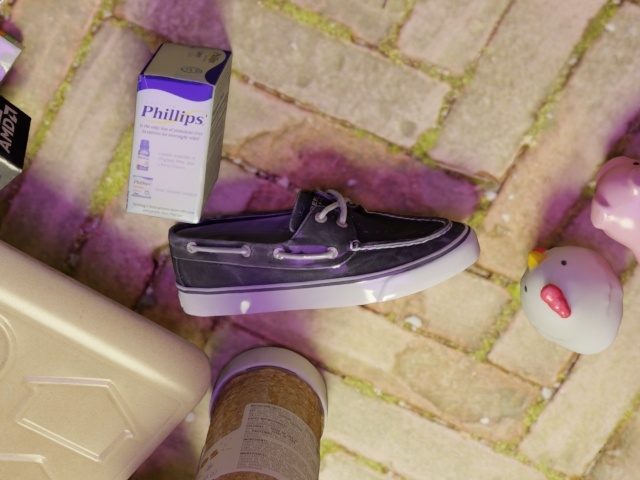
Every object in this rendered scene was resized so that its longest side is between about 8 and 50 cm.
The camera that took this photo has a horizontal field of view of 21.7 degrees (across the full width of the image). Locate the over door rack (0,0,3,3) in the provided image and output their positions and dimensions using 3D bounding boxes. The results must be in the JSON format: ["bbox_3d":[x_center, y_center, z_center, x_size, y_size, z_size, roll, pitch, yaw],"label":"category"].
[{"bbox_3d":[-0.285,-0.379,1.410,0.108,0.239,0.324,-18,109,15],"label":"over door rack"}]

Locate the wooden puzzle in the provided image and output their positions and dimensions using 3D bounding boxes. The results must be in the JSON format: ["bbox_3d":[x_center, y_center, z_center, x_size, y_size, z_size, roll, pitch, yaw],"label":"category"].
[{"bbox_3d":[-0.330,0.159,1.669,0.322,0.080,0.348,30,116,-22],"label":"wooden puzzle"}]

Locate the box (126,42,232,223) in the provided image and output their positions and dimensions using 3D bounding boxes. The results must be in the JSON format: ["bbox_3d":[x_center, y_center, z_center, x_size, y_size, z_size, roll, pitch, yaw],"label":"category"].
[{"bbox_3d":[-0.132,-0.103,1.567,0.072,0.126,0.137,9,111,1],"label":"box"}]

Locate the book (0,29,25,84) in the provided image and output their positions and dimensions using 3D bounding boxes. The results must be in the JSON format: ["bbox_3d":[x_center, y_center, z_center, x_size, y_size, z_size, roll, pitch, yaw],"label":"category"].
[{"bbox_3d":[-0.368,-0.188,1.599,0.144,0.035,0.096,34,107,-7],"label":"book"}]

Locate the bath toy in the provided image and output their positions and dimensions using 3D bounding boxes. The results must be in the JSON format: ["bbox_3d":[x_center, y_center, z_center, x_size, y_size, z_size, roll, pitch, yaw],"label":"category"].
[{"bbox_3d":[0.322,-0.032,1.571,0.348,0.129,0.151,-41,70,16],"label":"bath toy"}]

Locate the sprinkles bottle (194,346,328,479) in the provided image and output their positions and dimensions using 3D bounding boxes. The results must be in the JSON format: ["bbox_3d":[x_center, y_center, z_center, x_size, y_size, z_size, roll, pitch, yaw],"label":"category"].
[{"bbox_3d":[-0.059,0.224,1.565,0.121,0.355,0.121,1,111,2],"label":"sprinkles bottle"}]

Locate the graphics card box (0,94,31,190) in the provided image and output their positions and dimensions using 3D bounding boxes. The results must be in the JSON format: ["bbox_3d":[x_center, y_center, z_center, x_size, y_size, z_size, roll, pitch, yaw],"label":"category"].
[{"bbox_3d":[-0.480,-0.126,1.525,0.233,0.094,0.371,-37,123,25],"label":"graphics card box"}]

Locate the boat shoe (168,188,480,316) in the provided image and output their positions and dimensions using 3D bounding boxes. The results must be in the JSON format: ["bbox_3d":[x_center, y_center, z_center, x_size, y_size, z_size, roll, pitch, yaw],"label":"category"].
[{"bbox_3d":[0.000,0.000,1.616,0.301,0.108,0.102,-7,112,13],"label":"boat shoe"}]
